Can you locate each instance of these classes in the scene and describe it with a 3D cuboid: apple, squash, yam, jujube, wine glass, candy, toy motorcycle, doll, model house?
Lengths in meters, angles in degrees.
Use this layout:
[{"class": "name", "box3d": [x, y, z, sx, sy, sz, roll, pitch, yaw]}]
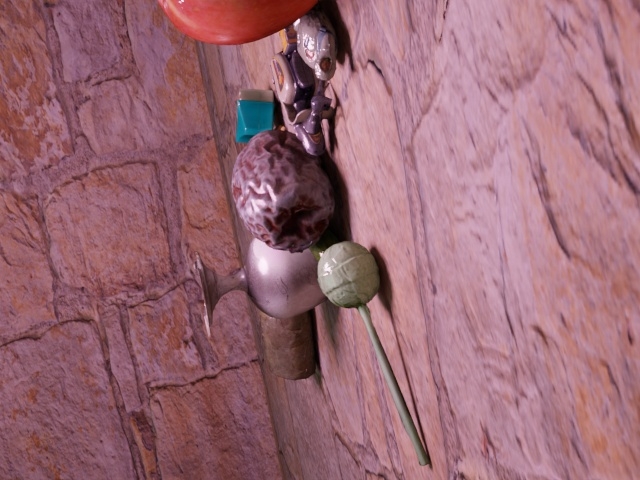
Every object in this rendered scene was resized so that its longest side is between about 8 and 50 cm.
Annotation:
[{"class": "apple", "box3d": [-0.140, -0.520, 1.172, 0.364, 0.364, 0.364, 168, 90, -77]}, {"class": "squash", "box3d": [0.000, 0.000, 1.570, 0.219, 0.077, 0.068, -132, 53, -58]}, {"class": "yam", "box3d": [-0.096, 0.278, 2.048, 0.161, 0.161, 0.268, -125, 24, -58]}, {"class": "jujube", "box3d": [-0.087, -0.111, 1.530, 0.317, 0.226, 0.226, -114, 17, -51]}, {"class": "wine glass", "box3d": [-0.137, 0.093, 1.691, 0.238, 0.323, 0.238, 168, 90, -79]}, {"class": "candy", "box3d": [0.112, 0.207, 1.292, 0.119, 0.119, 0.440, 126, 124, -72]}, {"class": "toy motorcycle", "box3d": [-0.034, -0.305, 1.419, 0.157, 0.091, 0.263, 129, 127, -69]}, {"class": "doll", "box3d": [-0.006, -0.377, 1.285, 0.103, 0.071, 0.214, 103, 158, -45]}, {"class": "model house", "box3d": [-0.178, -0.329, 1.880, 0.149, 0.100, 0.127, -99, 13, -53]}]

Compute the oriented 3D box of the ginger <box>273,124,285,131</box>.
[{"class": "ginger", "box3d": [-0.111, -0.217, 1.888, 0.176, 0.052, 0.193, -133, 34, -75]}]
